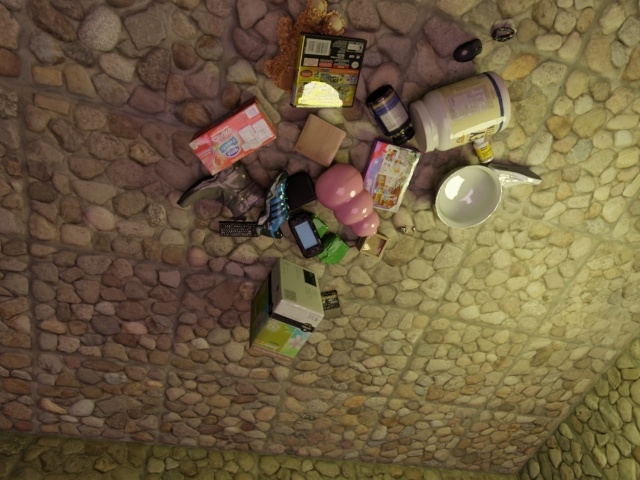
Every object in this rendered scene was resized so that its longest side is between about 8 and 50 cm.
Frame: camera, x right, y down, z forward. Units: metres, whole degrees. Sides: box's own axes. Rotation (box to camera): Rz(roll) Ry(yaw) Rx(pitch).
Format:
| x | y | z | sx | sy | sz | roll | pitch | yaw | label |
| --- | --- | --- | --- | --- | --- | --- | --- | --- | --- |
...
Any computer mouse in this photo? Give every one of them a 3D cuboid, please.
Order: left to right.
| x | y | z | sx | sy | sz | roll | pitch | yaw | label |
| --- | --- | --- | --- | --- | --- | --- | --- | --- | --- |
| 0.628 | -0.747 | 1.586 | 0.241 | 0.041 | 0.071 | -23 | 119 | 6 | computer mouse |

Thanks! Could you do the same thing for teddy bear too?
| x | y | z | sx | sy | sz | roll | pitch | yaw | label |
| --- | --- | --- | --- | --- | --- | --- | --- | --- | --- |
| -0.060 | -0.700 | 1.498 | 0.244 | 0.113 | 0.338 | 7 | 120 | -31 | teddy bear |

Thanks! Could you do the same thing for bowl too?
| x | y | z | sx | sy | sz | roll | pitch | yaw | label |
| --- | --- | --- | --- | --- | --- | --- | --- | --- | --- |
| 0.631 | -0.213 | 1.843 | 0.297 | 0.134 | 0.298 | -3 | 121 | -6 | bowl |

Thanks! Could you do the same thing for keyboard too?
| x | y | z | sx | sy | sz | roll | pitch | yaw | label |
| --- | --- | --- | --- | --- | --- | --- | --- | --- | --- |
| -0.365 | -0.060 | 1.874 | 0.179 | 0.023 | 0.108 | 1 | 120 | -8 | keyboard |

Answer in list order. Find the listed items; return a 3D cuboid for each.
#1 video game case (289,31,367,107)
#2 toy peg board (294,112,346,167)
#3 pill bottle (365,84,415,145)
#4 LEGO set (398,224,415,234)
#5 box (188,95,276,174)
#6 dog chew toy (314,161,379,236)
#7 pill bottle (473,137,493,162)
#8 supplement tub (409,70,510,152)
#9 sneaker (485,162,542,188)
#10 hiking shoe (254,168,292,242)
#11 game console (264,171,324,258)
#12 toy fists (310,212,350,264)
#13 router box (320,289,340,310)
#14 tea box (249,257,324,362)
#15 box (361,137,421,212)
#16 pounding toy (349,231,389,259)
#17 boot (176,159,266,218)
| x | y | z | sx | sy | sz | roll | pitch | yaw | label |
| --- | --- | --- | --- | --- | --- | --- | --- | --- | --- |
| 0.029 | -0.613 | 1.519 | 0.274 | 0.035 | 0.249 | -11 | 130 | -31 | video game case |
| 0.002 | -0.412 | 1.695 | 0.160 | 0.079 | 0.161 | 27 | 114 | -3 | toy peg board |
| 0.282 | -0.490 | 1.645 | 0.122 | 0.123 | 0.219 | -34 | 119 | 12 | pill bottle |
| 0.412 | -0.050 | 1.974 | 0.083 | 0.023 | 0.054 | -18 | 120 | 4 | LEGO set |
| -0.334 | -0.405 | 1.606 | 0.299 | 0.142 | 0.154 | -29 | 119 | 10 | box |
| 0.124 | -0.158 | 1.736 | 0.206 | 0.207 | 0.332 | -34 | 97 | 13 | dog chew toy |
| 0.694 | -0.397 | 1.783 | 0.065 | 0.065 | 0.116 | -30 | 119 | 11 | pill bottle |
| 0.532 | -0.489 | 1.611 | 0.324 | 0.236 | 0.236 | -18 | 121 | 4 | supplement tub |
| 0.857 | -0.280 | 1.868 | 0.257 | 0.094 | 0.091 | 11 | 131 | -4 | sneaker |
| -0.173 | -0.148 | 1.739 | 0.131 | 0.113 | 0.304 | 20 | 113 | -5 | hiking shoe |
| -0.082 | -0.101 | 1.806 | 0.213 | 0.044 | 0.362 | -23 | 100 | 10 | game console |
| 0.000 | 0.000 | 1.915 | 0.142 | 0.096 | 0.279 | -45 | 114 | 7 | toy fists |
| 0.033 | 0.310 | 2.129 | 0.122 | 0.038 | 0.092 | -12 | 121 | 0 | router box |
| -0.168 | 0.322 | 1.942 | 0.219 | 0.329 | 0.324 | 23 | 114 | -19 | tea box |
| 0.286 | -0.279 | 1.806 | 0.200 | 0.057 | 0.294 | 11 | 118 | -13 | box |
| 0.225 | 0.017 | 1.961 | 0.130 | 0.100 | 0.141 | 21 | 105 | -19 | pounding toy |
| -0.413 | -0.172 | 1.734 | 0.337 | 0.118 | 0.223 | -29 | 114 | 14 | boot |
